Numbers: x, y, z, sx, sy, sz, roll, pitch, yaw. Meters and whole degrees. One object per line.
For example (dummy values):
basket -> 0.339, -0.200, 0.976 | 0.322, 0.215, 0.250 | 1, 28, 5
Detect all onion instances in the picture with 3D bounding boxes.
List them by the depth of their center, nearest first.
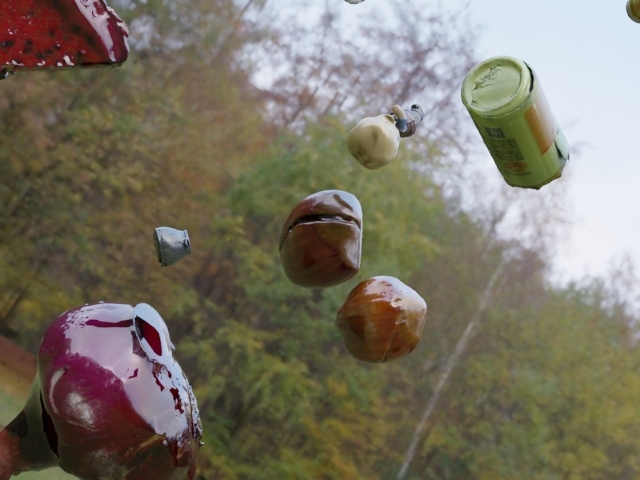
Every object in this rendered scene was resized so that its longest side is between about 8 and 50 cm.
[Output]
onion -> -0.436, 0.314, 1.976 | 0.398, 0.420, 0.398 | 162, -90, -89

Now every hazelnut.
hazelnut -> 0.118, 0.151, 2.147 | 0.182, 0.182, 0.182 | 30, -12, 7
hazelnut -> -0.002, -0.001, 2.339 | 0.181, 0.212, 0.181 | 2, -27, 5

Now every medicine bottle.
medicine bottle -> 0.307, -0.173, 1.693 | 0.124, 0.124, 0.239 | 23, -14, 36
medicine bottle -> 0.686, -0.502, 2.251 | 0.074, 0.074, 0.218 | 31, 2, 4

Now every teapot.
teapot -> -0.244, 0.008, 1.804 | 0.057, 0.066, 0.088 | -10, 4, -13

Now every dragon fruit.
dragon fruit -> -0.510, -0.361, 1.974 | 0.330, 0.240, 0.302 | 17, -26, -3

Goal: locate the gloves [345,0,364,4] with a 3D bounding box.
gloves -> 0.054, -0.367, 1.628 | 0.037, 0.044, 0.081 | 40, 4, -6

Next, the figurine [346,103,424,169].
figurine -> 0.142, -0.232, 2.302 | 0.114, 0.196, 0.108 | -13, -66, 53
